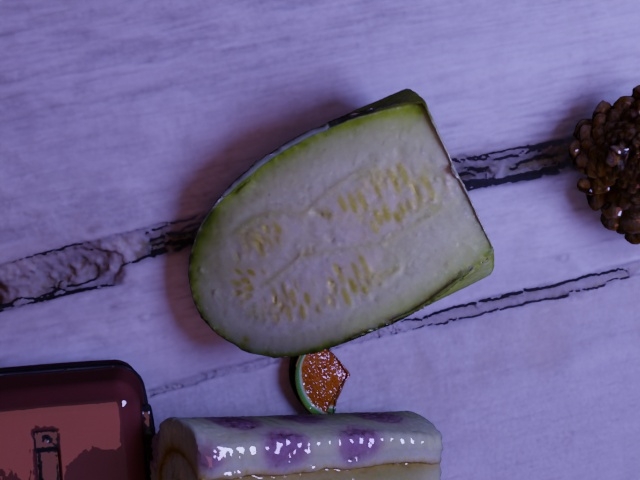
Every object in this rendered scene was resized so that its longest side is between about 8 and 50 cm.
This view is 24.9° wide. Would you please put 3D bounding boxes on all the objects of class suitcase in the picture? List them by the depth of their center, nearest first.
[{"bbox_3d":[-0.301,0.289,1.652,0.236,0.161,0.297,-5,98,-7],"label":"suitcase"}]

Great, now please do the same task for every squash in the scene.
[{"bbox_3d":[0.000,0.000,1.626,0.309,0.210,0.233,-24,89,-8],"label":"squash"}]

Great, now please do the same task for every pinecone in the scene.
[{"bbox_3d":[0.392,-0.082,1.686,0.179,0.150,0.195,-11,120,38],"label":"pinecone"}]

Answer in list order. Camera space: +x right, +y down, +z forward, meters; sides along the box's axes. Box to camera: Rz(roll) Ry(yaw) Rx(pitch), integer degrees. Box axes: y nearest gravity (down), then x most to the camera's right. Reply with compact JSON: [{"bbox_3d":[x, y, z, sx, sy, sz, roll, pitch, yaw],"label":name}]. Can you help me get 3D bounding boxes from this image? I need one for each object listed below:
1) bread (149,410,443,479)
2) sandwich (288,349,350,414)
[{"bbox_3d":[-0.024,0.287,1.643,0.338,0.155,0.187,2,91,-33],"label":"bread"},{"bbox_3d":[-0.003,0.165,1.742,0.069,0.026,0.101,-35,104,-6],"label":"sandwich"}]
